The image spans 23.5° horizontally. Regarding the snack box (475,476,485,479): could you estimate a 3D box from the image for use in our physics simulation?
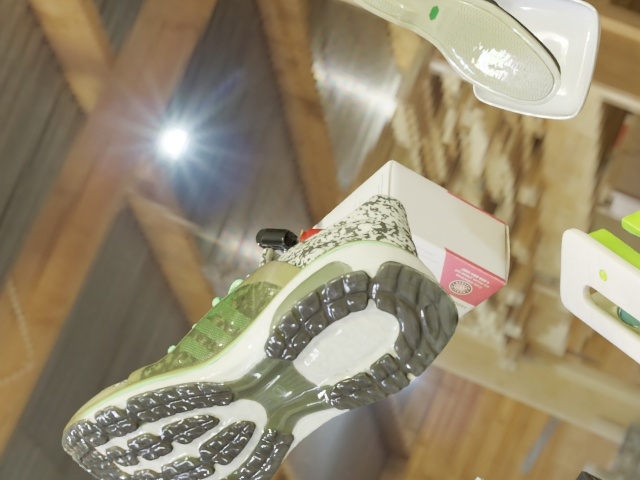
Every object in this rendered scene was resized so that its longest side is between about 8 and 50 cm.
[{"bbox_3d":[0.204,0.514,2.162,0.322,0.187,0.060,-54,12,8],"label":"snack box"}]

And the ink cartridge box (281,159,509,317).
[{"bbox_3d":[0.091,0.045,2.110,0.283,0.207,0.117,-41,32,41],"label":"ink cartridge box"}]

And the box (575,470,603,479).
[{"bbox_3d":[0.366,0.524,2.218,0.293,0.073,0.295,-60,16,12],"label":"box"}]

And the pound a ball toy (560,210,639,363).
[{"bbox_3d":[0.400,0.076,1.420,0.208,0.319,0.136,-21,-54,-23],"label":"pound a ball toy"}]

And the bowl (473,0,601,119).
[{"bbox_3d":[0.258,-0.217,1.785,0.053,0.142,0.142,-11,-67,-61],"label":"bowl"}]

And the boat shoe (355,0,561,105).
[{"bbox_3d":[0.136,-0.217,1.463,0.084,0.233,0.079,-54,2,40],"label":"boat shoe"}]

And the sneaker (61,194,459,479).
[{"bbox_3d":[-0.055,0.095,1.368,0.410,0.158,0.182,-30,29,24],"label":"sneaker"}]

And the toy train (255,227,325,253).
[{"bbox_3d":[0.000,0.000,1.577,0.036,0.158,0.027,39,-121,-51],"label":"toy train"}]
